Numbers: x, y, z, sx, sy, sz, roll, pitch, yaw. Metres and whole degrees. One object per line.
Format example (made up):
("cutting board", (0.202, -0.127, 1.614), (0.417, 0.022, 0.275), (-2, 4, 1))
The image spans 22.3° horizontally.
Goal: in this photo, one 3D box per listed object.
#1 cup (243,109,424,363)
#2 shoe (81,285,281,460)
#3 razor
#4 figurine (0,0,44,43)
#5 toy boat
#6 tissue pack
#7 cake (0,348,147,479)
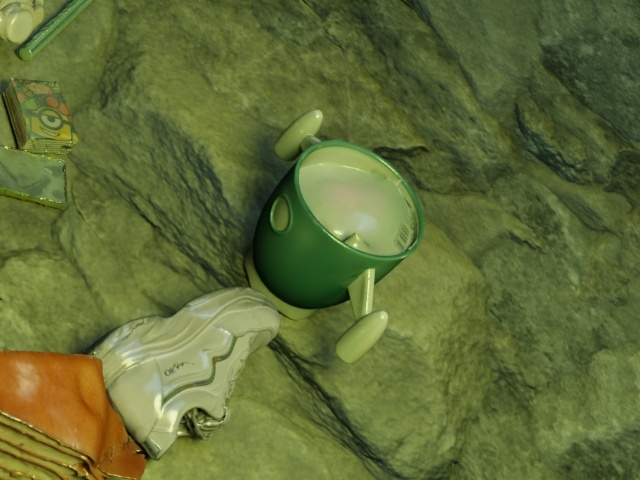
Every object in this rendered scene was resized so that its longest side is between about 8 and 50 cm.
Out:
("cup", (0.000, 0.000, 1.815), (0.167, 0.173, 0.300), (6, 54, -36))
("shoe", (-0.123, 0.136, 1.676), (0.245, 0.095, 0.138), (-17, 73, -41))
("razor", (-0.296, -0.270, 1.913), (0.084, 0.036, 0.211), (22, 47, 11))
("figurine", (-0.386, -0.245, 1.751), (0.162, 0.141, 0.237), (15, 35, 0))
("toy boat", (-0.324, -0.070, 1.735), (0.115, 0.016, 0.063), (14, 50, -29))
("tissue pack", (-0.309, -0.136, 1.787), (0.063, 0.035, 0.083), (1, 55, -37))
("cake", (-0.299, 0.151, 1.517), (0.287, 0.098, 0.135), (23, 51, -30))
